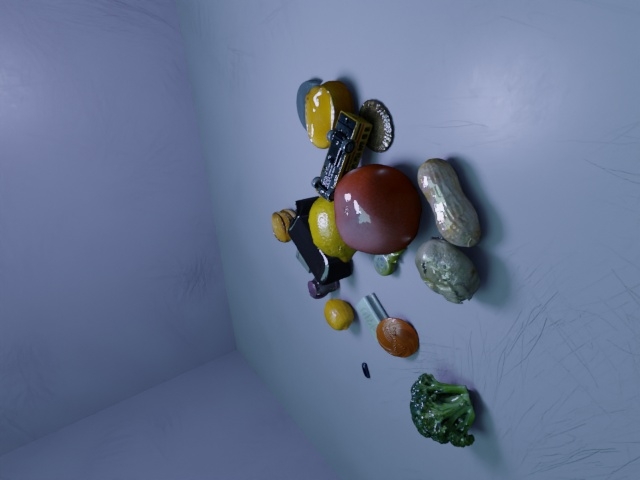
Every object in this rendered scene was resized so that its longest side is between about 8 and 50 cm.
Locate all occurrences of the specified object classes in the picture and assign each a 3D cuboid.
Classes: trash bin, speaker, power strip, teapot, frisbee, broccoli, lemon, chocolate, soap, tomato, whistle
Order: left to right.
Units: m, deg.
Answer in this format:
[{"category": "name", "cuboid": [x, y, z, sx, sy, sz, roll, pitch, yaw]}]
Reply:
[{"category": "trash bin", "cuboid": [-0.071, 0.092, 2.493, 0.130, 0.059, 0.116, 50, 147, 30]}, {"category": "power strip", "cuboid": [-0.043, -0.569, 2.028, 0.168, 0.054, 0.253, 34, 135, 51]}, {"category": "speaker", "cuboid": [0.000, 0.000, 2.196, 0.388, 0.180, 0.184, 56, 144, 24]}, {"category": "teapot", "cuboid": [0.001, 0.225, 2.362, 0.116, 0.146, 0.148, 63, 151, 12]}, {"category": "lemon", "cuboid": [0.088, 0.362, 2.307, 0.187, 0.142, 0.142, 52, 147, 37]}, {"category": "lemon", "cuboid": [0.076, -0.063, 1.949, 0.245, 0.246, 0.319, 3, 106, 60]}, {"category": "tomato", "cuboid": [0.184, -0.102, 1.678, 0.342, 0.273, 0.340, 16, 115, 40]}, {"category": "soap", "cuboid": [0.245, 0.349, 2.101, 0.197, 0.067, 0.119, 59, 148, 19]}, {"category": "whistle", "cuboid": [0.284, 0.070, 1.880, 0.104, 0.057, 0.198, 64, 144, 21]}, {"category": "frisbee", "cuboid": [0.319, 0.416, 1.971, 0.192, 0.035, 0.191, 14, 118, 28]}, {"category": "broccoli", "cuboid": [0.467, 0.640, 1.776, 0.246, 0.265, 0.294, -25, 93, 27]}, {"category": "chocolate", "cuboid": [0.400, -0.117, 1.465, 0.309, 0.134, 0.134, 65, 151, 7]}]

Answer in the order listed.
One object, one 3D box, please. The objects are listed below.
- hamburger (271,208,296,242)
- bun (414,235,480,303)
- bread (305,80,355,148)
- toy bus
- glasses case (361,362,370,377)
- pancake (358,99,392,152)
[{"category": "hamburger", "cuboid": [-0.186, -0.076, 2.524, 0.181, 0.118, 0.190, 50, 142, 38]}, {"category": "bun", "cuboid": [0.408, 0.108, 1.535, 0.239, 0.141, 0.239, 49, 174, 6]}, {"category": "bread", "cuboid": [0.040, -0.490, 1.839, 0.196, 0.143, 0.269, 27, 128, 40]}, {"category": "toy bus", "cuboid": [0.081, -0.314, 1.784, 0.121, 0.123, 0.335, 44, 126, 39]}, {"category": "glasses case", "cuboid": [0.227, 0.663, 2.377, 0.034, 0.023, 0.083, 0, 107, 59]}, {"category": "pancake", "cuboid": [0.201, -0.422, 1.732, 0.199, 0.021, 0.199, 39, 139, 44]}]
